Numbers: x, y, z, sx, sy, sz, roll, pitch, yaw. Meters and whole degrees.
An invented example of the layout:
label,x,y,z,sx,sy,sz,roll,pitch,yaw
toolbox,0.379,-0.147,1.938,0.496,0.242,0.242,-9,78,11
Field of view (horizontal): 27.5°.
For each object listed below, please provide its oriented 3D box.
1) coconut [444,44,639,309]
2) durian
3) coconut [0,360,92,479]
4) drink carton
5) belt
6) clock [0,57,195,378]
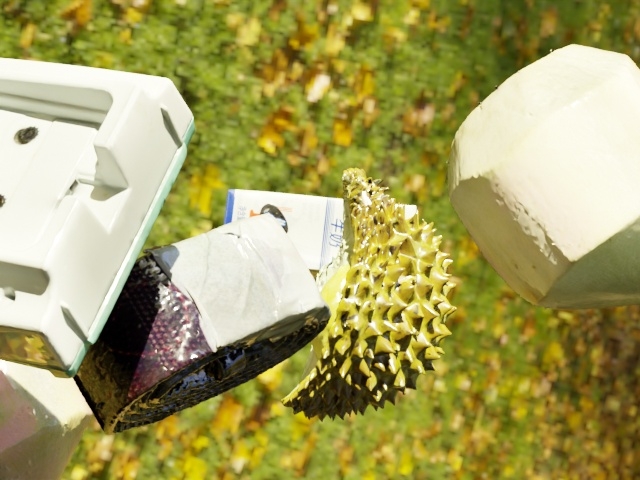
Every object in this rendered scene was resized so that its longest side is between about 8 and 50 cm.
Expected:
label,x,y,z,sx,sy,sz,roll,pitch,yaw
coconut,0.232,-0.043,1.148,0.241,0.241,0.241,-43,140,-51
durian,0.061,0.066,1.543,0.172,0.166,0.306,12,81,-34
coconut,-0.383,0.199,1.499,0.245,0.233,0.233,65,20,13
drink carton,0.000,0.000,2.145,0.106,0.314,0.131,81,14,-77
belt,-0.127,0.069,1.304,0.289,0.164,0.184,-19,158,-43
clock,-0.258,-0.042,1.073,0.116,0.231,0.262,74,33,-54
